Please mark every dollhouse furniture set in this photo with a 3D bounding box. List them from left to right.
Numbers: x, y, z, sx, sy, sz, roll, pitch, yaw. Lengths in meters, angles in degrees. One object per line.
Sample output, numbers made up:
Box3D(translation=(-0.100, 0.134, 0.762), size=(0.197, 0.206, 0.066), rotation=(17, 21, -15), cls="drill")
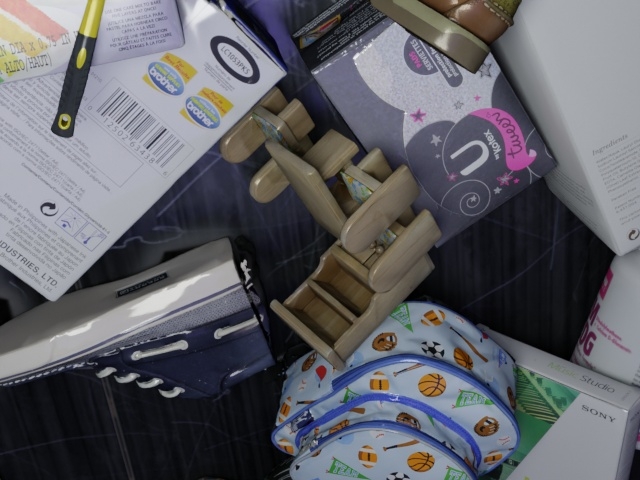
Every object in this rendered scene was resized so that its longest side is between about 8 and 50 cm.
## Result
Box3D(translation=(0.000, 0.000, 0.955), size=(0.161, 0.212, 0.242), rotation=(-45, 140, -9), cls="dollhouse furniture set")

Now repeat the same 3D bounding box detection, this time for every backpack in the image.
Box3D(translation=(0.097, 0.204, 1.073), size=(0.276, 0.213, 0.263), rotation=(31, 122, -22), cls="backpack")

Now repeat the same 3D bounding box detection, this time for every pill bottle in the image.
Box3D(translation=(0.422, 0.106, 1.146), size=(0.160, 0.160, 0.283), rotation=(9, 114, -16), cls="pill bottle")

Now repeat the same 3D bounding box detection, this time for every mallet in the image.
Box3D(translation=(-0.188, -0.171, 0.707), size=(0.062, 0.039, 0.190), rotation=(22, 113, -20), cls="mallet")

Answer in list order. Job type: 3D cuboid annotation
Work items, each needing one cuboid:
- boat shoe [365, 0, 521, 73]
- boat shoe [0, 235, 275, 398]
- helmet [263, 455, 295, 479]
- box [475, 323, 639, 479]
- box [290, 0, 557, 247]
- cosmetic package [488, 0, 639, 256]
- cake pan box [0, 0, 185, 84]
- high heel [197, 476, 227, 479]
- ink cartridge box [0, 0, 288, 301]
Box3D(translation=(0.047, -0.270, 0.809), size=(0.307, 0.110, 0.104), rotation=(38, 103, 16), cls="boat shoe")
Box3D(translation=(-0.211, 0.129, 1.040), size=(0.340, 0.127, 0.158), rotation=(-20, 112, -2), cls="boat shoe")
Box3D(translation=(0.000, 0.358, 1.187), size=(0.161, 0.169, 0.169), rotation=(-39, 118, -5), cls="helmet")
Box3D(translation=(0.277, 0.291, 1.184), size=(0.058, 0.232, 0.322), rotation=(-27, 127, -44), cls="box")
Box3D(translation=(0.110, -0.147, 0.961), size=(0.163, 0.142, 0.247), rotation=(-34, 119, 7), cls="box")
Box3D(translation=(0.273, -0.190, 0.944), size=(0.155, 0.197, 0.366), rotation=(-29, 120, 4), cls="cosmetic package")
Box3D(translation=(-0.260, -0.249, 0.711), size=(0.266, 0.070, 0.246), rotation=(-11, 114, -6), cls="cake pan box")
Box3D(translation=(-0.168, 0.443, 1.234), size=(0.186, 0.093, 0.261), rotation=(-11, 113, -5), cls="high heel")
Box3D(translation=(-0.220, -0.173, 0.871), size=(0.395, 0.151, 0.270), rotation=(-42, 116, 12), cls="ink cartridge box")
